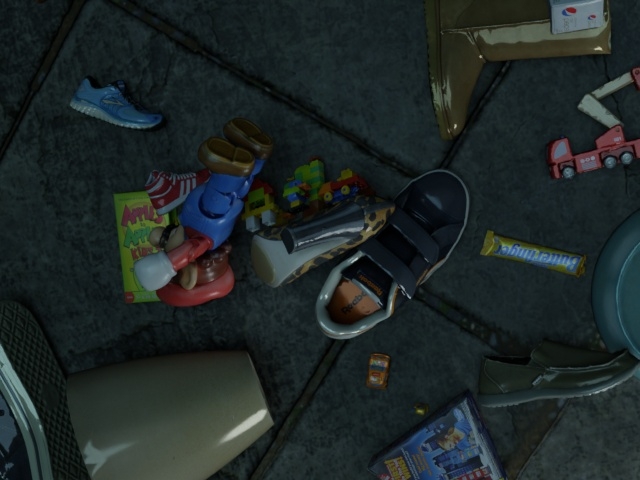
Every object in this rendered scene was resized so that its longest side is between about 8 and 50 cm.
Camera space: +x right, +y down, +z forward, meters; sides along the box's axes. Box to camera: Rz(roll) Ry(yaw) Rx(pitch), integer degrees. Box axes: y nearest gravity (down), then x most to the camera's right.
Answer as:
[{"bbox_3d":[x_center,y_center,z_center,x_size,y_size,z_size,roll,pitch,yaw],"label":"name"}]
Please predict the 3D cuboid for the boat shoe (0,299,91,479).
[{"bbox_3d":[-0.480,0.347,1.714,0.156,0.187,0.500,-27,85,18],"label":"boat shoe"}]

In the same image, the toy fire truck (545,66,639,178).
[{"bbox_3d":[0.423,-0.175,1.543,0.192,0.047,0.135,-14,93,13],"label":"toy fire truck"}]

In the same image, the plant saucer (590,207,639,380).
[{"bbox_3d":[0.567,0.084,1.545,0.318,0.044,0.317,1,95,11],"label":"plant saucer"}]

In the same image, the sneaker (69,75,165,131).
[{"bbox_3d":[-0.325,-0.223,1.678,0.162,0.063,0.073,20,96,8],"label":"sneaker"}]

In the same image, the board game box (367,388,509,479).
[{"bbox_3d":[0.184,0.363,1.641,0.194,0.060,0.194,-24,91,14],"label":"board game box"}]

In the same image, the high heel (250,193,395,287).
[{"bbox_3d":[0.000,0.000,1.597,0.186,0.261,0.093,-19,85,-23],"label":"high heel"}]

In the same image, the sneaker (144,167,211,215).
[{"bbox_3d":[-0.226,-0.099,1.653,0.118,0.042,0.067,-38,112,-21],"label":"sneaker"}]

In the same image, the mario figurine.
[{"bbox_3d":[-0.197,-0.037,1.568,0.170,0.198,0.320,53,131,35],"label":"mario figurine"}]

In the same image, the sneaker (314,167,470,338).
[{"bbox_3d":[0.112,0.029,1.588,0.126,0.127,0.321,38,100,6],"label":"sneaker"}]

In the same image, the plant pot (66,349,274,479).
[{"bbox_3d":[-0.223,0.279,1.637,0.274,0.256,0.256,-22,92,-4],"label":"plant pot"}]

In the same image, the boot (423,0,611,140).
[{"bbox_3d":[0.294,-0.277,1.536,0.270,0.089,0.236,-5,93,11],"label":"boot"}]

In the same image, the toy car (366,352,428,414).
[{"bbox_3d":[0.124,0.228,1.648,0.122,0.040,0.060,26,100,8],"label":"toy car"}]

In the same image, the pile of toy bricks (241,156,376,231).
[{"bbox_3d":[-0.014,-0.081,1.623,0.212,0.118,0.105,-19,64,28],"label":"pile of toy bricks"}]

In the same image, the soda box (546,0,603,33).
[{"bbox_3d":[0.351,-0.404,1.474,0.074,0.069,0.216,-7,65,11],"label":"soda box"}]

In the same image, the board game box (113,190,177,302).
[{"bbox_3d":[-0.280,0.008,1.702,0.092,0.043,0.181,-5,95,12],"label":"board game box"}]

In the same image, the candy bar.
[{"bbox_3d":[0.330,0.022,1.597,0.161,0.018,0.040,14,99,10],"label":"candy bar"}]

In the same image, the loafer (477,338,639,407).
[{"bbox_3d":[0.353,0.192,1.568,0.251,0.094,0.087,-13,88,18],"label":"loafer"}]

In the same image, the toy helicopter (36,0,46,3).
[{"bbox_3d":[-0.383,-0.525,1.622,0.355,0.140,0.235,-23,93,10],"label":"toy helicopter"}]
